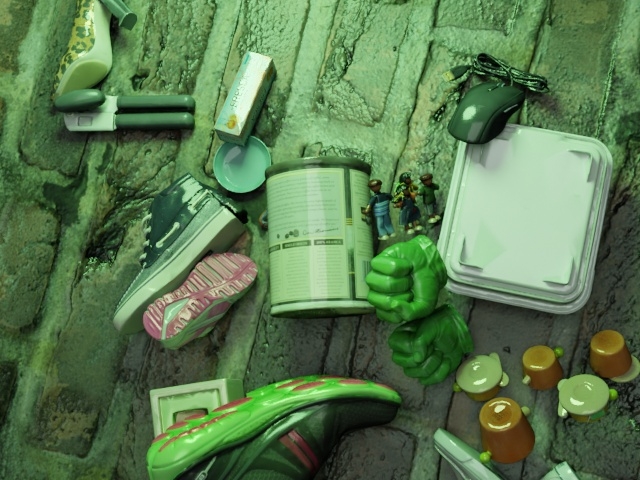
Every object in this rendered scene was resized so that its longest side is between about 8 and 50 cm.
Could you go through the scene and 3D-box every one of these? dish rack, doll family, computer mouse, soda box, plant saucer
[{"bbox_3d":[0.367,-0.052,1.755,0.285,0.072,0.333,11,82,11],"label":"dish rack"},{"bbox_3d":[0.154,-0.074,1.823,0.076,0.193,0.111,-2,105,33],"label":"doll family"},{"bbox_3d":[0.293,-0.281,1.809,0.184,0.060,0.262,28,50,29],"label":"computer mouse"},{"bbox_3d":[-0.149,-0.284,1.952,0.058,0.063,0.183,19,75,13],"label":"soda box"},{"bbox_3d":[-0.156,-0.153,1.964,0.119,0.021,0.119,-2,81,10],"label":"plant saucer"}]

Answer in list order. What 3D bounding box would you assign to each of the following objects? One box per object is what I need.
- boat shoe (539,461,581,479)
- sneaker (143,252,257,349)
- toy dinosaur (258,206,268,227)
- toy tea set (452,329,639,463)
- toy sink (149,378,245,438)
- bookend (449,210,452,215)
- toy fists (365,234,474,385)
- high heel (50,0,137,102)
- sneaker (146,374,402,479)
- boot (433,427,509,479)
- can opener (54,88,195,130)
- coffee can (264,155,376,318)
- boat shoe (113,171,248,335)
[{"bbox_3d":[0.476,0.518,1.710,0.084,0.095,0.258,-36,66,7],"label":"boat shoe"},{"bbox_3d":[-0.231,0.119,1.896,0.252,0.111,0.103,-34,68,-19],"label":"sneaker"},{"bbox_3d":[-0.091,-0.066,1.941,0.082,0.047,0.090,-34,40,15],"label":"toy dinosaur"},{"bbox_3d":[0.415,0.285,1.753,0.336,0.124,0.200,-15,40,9],"label":"toy tea set"},{"bbox_3d":[-0.219,0.386,1.830,0.152,0.131,0.234,-9,80,9],"label":"toy sink"},{"bbox_3d":[0.350,-0.031,1.826,0.157,0.072,0.156,-37,77,2],"label":"bookend"},{"bbox_3d":[0.176,0.134,1.748,0.142,0.096,0.279,-30,114,-16],"label":"toy fists"},{"bbox_3d":[-0.511,-0.427,2.059,0.261,0.093,0.186,-48,58,9],"label":"high heel"},{"bbox_3d":[-0.071,0.367,1.728,0.482,0.185,0.202,-16,96,-25],"label":"sneaker"},{"bbox_3d":[0.279,0.463,1.748,0.258,0.095,0.123,40,97,19],"label":"boot"},{"bbox_3d":[-0.401,-0.267,1.990,0.283,0.095,0.076,0,81,11],"label":"can opener"},{"bbox_3d":[0.000,0.000,1.818,0.201,0.201,0.275,-4,80,10],"label":"coffee can"},{"bbox_3d":[-0.310,0.021,1.923,0.340,0.127,0.158,-44,70,-7],"label":"boat shoe"}]
